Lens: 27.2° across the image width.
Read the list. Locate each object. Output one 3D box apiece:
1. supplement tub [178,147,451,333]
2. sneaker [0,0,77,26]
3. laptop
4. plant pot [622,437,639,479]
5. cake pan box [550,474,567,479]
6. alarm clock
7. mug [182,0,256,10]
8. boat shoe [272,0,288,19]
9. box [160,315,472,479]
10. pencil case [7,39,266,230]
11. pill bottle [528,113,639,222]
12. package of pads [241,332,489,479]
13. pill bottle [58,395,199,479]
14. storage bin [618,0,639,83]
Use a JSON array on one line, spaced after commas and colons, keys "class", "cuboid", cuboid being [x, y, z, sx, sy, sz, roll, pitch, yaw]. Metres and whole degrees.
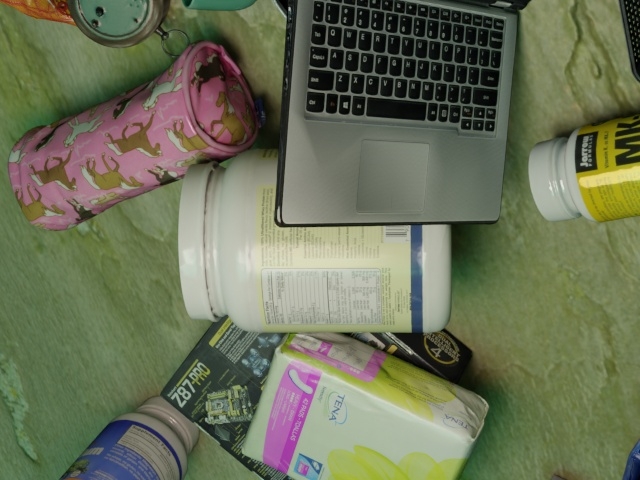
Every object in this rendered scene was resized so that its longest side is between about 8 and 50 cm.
[{"class": "supplement tub", "cuboid": [0.000, 0.000, 1.656, 0.325, 0.235, 0.235, 0, 121, 5]}, {"class": "sneaker", "cuboid": [-0.373, -0.331, 1.818, 0.175, 0.064, 0.067, 24, 155, 11]}, {"class": "laptop", "cuboid": [0.176, -0.205, 1.359, 0.236, 0.382, 0.407, 9, 97, 42]}, {"class": "plant pot", "cuboid": [0.513, 0.315, 1.646, 0.212, 0.236, 0.236, 26, 127, 3]}, {"class": "cake pan box", "cuboid": [0.389, 0.494, 1.868, 0.267, 0.070, 0.245, 26, 103, 13]}, {"class": "alarm clock", "cuboid": [-0.251, -0.307, 1.739, 0.192, 0.064, 0.129, 37, 111, -13]}, {"class": "mug", "cuboid": [-0.119, -0.353, 1.630, 0.097, 0.157, 0.129, -1, 120, -17]}, {"class": "boat shoe", "cuboid": [0.019, -0.248, 1.641, 0.227, 0.081, 0.079, 47, 129, -5]}, {"class": "box", "cuboid": [-0.018, 0.198, 1.930, 0.318, 0.097, 0.395, 37, 129, 0]}, {"class": "pencil case", "cuboid": [-0.261, -0.135, 1.801, 0.386, 0.167, 0.160, -21, 86, 36]}, {"class": "pill bottle", "cuboid": [0.358, -0.085, 1.542, 0.209, 0.119, 0.119, -11, 114, 31]}, {"class": "package of pads", "cuboid": [0.059, 0.254, 1.804, 0.297, 0.101, 0.229, 25, 127, 8]}, {"class": "pill bottle", "cuboid": [-0.302, 0.365, 2.066, 0.152, 0.272, 0.152, 13, 124, 19]}, {"class": "storage bin", "cuboid": [0.393, -0.242, 1.399, 0.122, 0.084, 0.180, 23, 150, 37]}]
